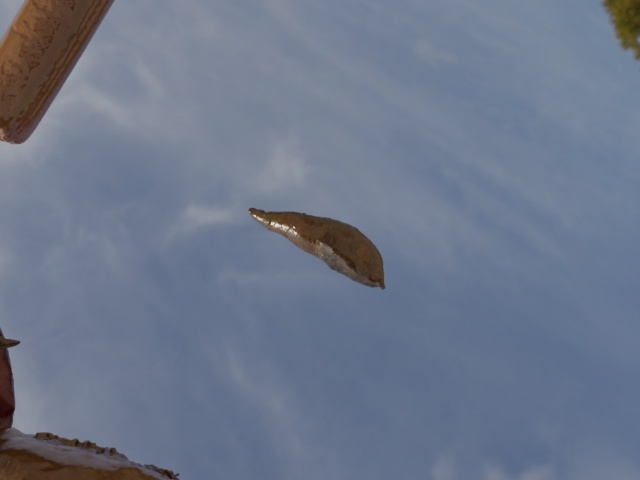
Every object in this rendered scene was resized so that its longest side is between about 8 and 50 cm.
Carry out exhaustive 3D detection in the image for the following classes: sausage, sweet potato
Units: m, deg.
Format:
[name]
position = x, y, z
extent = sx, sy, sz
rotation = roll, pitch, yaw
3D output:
[sausage]
position = -0.312, -0.242, 0.995
extent = 0.086, 0.289, 0.086
rotation = 28, 175, 3
[sweet potato]
position = 0.005, -0.003, 1.111
extent = 0.226, 0.068, 0.068
rotation = 29, -147, 24

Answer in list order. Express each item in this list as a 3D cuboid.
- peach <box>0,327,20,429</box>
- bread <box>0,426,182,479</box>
[peach]
position = -0.526, 0.133, 0.859
extent = 0.406, 0.310, 0.335
rotation = 29, -106, -41
[bread]
position = -0.206, 0.271, 0.755
extent = 0.312, 0.312, 0.172
rotation = 25, -113, -18
